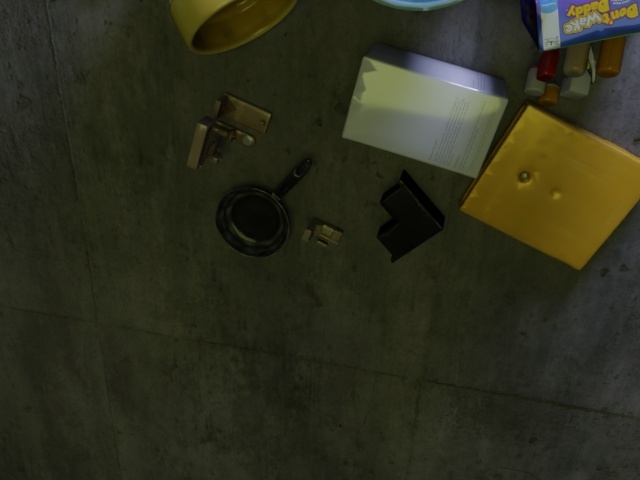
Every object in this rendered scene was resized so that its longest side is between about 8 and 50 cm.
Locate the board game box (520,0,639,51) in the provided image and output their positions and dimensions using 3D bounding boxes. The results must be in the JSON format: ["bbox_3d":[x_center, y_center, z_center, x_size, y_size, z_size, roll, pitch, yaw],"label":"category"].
[{"bbox_3d":[0.475,-0.414,1.023,0.233,0.347,0.078,-6,115,17],"label":"board game box"}]

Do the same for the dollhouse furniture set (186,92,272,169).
[{"bbox_3d":[-0.211,-0.236,1.398,0.123,0.151,0.144,24,122,1],"label":"dollhouse furniture set"}]

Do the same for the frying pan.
[{"bbox_3d":[-0.153,-0.101,1.511,0.197,0.053,0.326,22,118,2],"label":"frying pan"}]

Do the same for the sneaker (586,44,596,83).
[{"bbox_3d":[0.541,-0.359,1.221,0.035,0.031,0.083,-6,112,31],"label":"sneaker"}]

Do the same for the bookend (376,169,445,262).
[{"bbox_3d":[0.187,-0.056,1.437,0.157,0.072,0.156,-37,102,28],"label":"bookend"}]

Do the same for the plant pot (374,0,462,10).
[{"bbox_3d":[0.186,-0.586,1.015,0.341,0.334,0.341,6,117,11],"label":"plant pot"}]

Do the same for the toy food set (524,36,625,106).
[{"bbox_3d":[0.477,-0.345,1.156,0.111,0.232,0.104,14,85,-5],"label":"toy food set"}]

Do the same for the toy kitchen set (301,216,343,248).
[{"bbox_3d":[0.000,0.000,1.510,0.083,0.075,0.068,26,121,5],"label":"toy kitchen set"}]

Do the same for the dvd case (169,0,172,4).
[{"bbox_3d":[-0.295,-0.534,1.344,0.087,0.013,0.119,-10,113,18],"label":"dvd case"}]

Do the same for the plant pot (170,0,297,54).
[{"bbox_3d":[-0.205,-0.543,1.200,0.254,0.254,0.239,-26,92,24],"label":"plant pot"}]

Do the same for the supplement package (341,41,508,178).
[{"bbox_3d":[0.217,-0.279,1.255,0.293,0.175,0.177,18,121,4],"label":"supplement package"}]

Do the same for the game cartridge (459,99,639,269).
[{"bbox_3d":[0.522,-0.116,1.341,0.324,0.052,0.285,27,120,-3],"label":"game cartridge"}]
